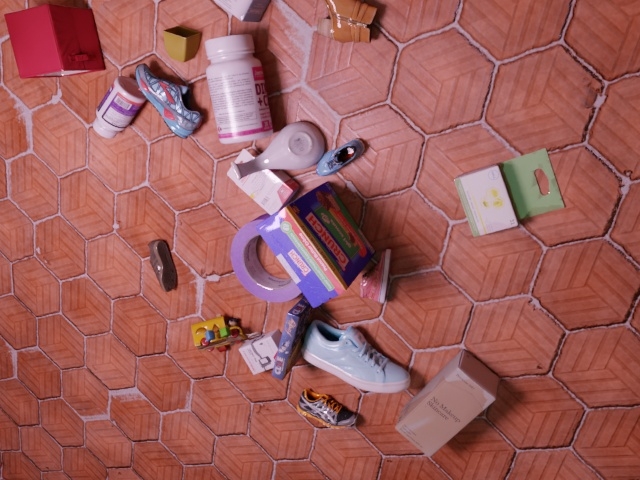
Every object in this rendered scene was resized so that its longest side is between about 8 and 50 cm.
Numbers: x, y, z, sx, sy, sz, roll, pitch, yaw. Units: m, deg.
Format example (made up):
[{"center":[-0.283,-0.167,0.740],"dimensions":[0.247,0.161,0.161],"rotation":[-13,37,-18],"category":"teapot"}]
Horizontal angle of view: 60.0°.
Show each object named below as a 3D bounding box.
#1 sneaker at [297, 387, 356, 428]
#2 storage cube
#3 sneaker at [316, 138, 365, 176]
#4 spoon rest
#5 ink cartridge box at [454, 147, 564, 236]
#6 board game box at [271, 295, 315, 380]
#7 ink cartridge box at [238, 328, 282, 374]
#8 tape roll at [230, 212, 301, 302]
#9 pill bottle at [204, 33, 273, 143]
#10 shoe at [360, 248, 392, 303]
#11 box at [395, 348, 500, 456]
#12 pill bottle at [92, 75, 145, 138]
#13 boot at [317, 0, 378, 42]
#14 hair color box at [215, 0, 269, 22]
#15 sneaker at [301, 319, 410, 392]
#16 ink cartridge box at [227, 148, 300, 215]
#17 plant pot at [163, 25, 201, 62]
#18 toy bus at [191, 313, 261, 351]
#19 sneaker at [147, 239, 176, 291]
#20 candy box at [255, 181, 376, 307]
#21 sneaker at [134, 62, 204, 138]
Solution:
[{"center":[0.020,0.566,1.870],"dimensions":[0.215,0.084,0.083],"rotation":[12,107,19],"category":"sneaker"},{"center":[-0.827,-0.620,1.739],"dimensions":[0.215,0.183,0.193],"rotation":[-2,106,23],"category":"storage cube"},{"center":[0.047,-0.235,1.579],"dimensions":[0.162,0.073,0.063],"rotation":[-33,94,28],"category":"sneaker"},{"center":[-0.122,-0.250,1.602],"dimensions":[0.276,0.084,0.137],"rotation":[-22,94,-6],"category":"spoon rest"},{"center":[0.492,-0.122,1.451],"dimensions":[0.235,0.056,0.171],"rotation":[-17,101,28],"category":"ink cartridge box"},{"center":[-0.080,0.303,1.770],"dimensions":[0.042,0.165,0.243],"rotation":[22,114,14],"category":"board game box"},{"center":[-0.189,0.384,1.899],"dimensions":[0.150,0.063,0.109],"rotation":[-26,97,27],"category":"ink cartridge box"},{"center":[-0.143,0.053,1.750],"dimensions":[0.275,0.090,0.275],"rotation":[7,110,20],"category":"tape roll"},{"center":[-0.235,-0.428,1.577],"dimensions":[0.160,0.160,0.283],"rotation":[-2,107,23],"category":"pill bottle"},{"center":[0.164,0.103,1.656],"dimensions":[0.081,0.063,0.178],"rotation":[11,116,13],"category":"shoe"},{"center":[0.381,0.491,1.672],"dimensions":[0.148,0.121,0.311],"rotation":[38,118,7],"category":"box"},{"center":[-0.649,-0.422,1.778],"dimensions":[0.108,0.108,0.193],"rotation":[48,118,1],"category":"pill bottle"},{"center":[0.076,-0.616,1.437],"dimensions":[0.152,0.073,0.197],"rotation":[17,126,17],"category":"boot"},{"center":[-0.167,-0.792,1.449],"dimensions":[0.185,0.113,0.374],"rotation":[38,118,5],"category":"hair color box"},{"center":[0.111,0.353,1.727],"dimensions":[0.366,0.135,0.150],"rotation":[17,117,15],"category":"sneaker"},{"center":[-0.175,-0.183,1.692],"dimensions":[0.198,0.067,0.115],"rotation":[42,117,2],"category":"ink cartridge box"},{"center":[-0.411,-0.579,1.645],"dimensions":[0.081,0.081,0.083],"rotation":[21,127,14],"category":"plant pot"},{"center":[-0.344,0.309,1.909],"dimensions":[0.191,0.202,0.104],"rotation":[-34,63,35],"category":"toy bus"},{"center":[-0.563,0.089,1.958],"dimensions":[0.071,0.066,0.188],"rotation":[2,104,39],"category":"sneaker"},{"center":[0.000,0.000,1.543],"dimensions":[0.122,0.317,0.268],"rotation":[-33,94,28],"category":"candy box"},{"center":[-0.458,-0.449,1.713],"dimensions":[0.125,0.104,0.262],"rotation":[-36,97,11],"category":"sneaker"}]
